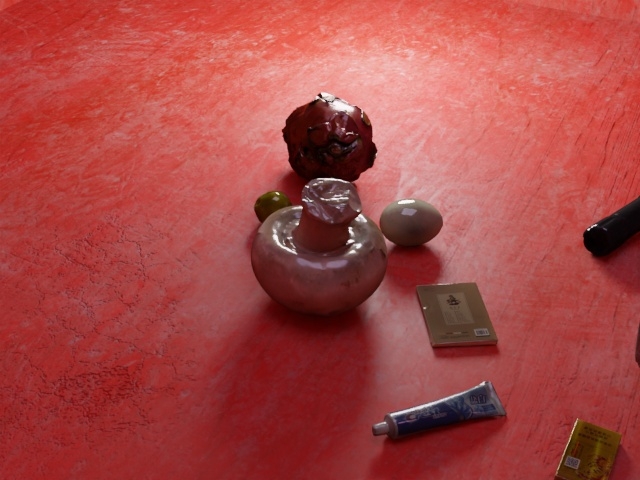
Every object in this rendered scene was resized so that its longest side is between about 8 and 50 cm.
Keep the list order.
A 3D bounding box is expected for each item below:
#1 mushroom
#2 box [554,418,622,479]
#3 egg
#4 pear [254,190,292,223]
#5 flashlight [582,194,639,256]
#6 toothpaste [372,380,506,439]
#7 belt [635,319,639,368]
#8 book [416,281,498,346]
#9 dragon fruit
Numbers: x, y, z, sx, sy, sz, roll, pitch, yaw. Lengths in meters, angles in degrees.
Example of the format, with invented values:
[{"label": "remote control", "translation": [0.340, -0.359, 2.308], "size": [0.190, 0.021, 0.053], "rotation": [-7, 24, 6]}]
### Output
[{"label": "mushroom", "translation": [0.000, 0.000, 1.980], "size": [0.297, 0.290, 0.297], "rotation": [2, 35, -1]}, {"label": "box", "translation": [0.479, 0.389, 1.673], "size": [0.089, 0.022, 0.156], "rotation": [15, 37, 21]}, {"label": "egg", "translation": [0.214, -0.042, 2.202], "size": [0.152, 0.114, 0.114], "rotation": [0, 35, -12]}, {"label": "pear", "translation": [-0.111, -0.077, 2.273], "size": [0.097, 0.092, 0.092], "rotation": [35, 24, -27]}, {"label": "flashlight", "translation": [0.789, -0.072, 2.285], "size": [0.424, 0.103, 0.103], "rotation": [-26, 43, -32]}, {"label": "toothpaste", "translation": [0.218, 0.324, 1.742], "size": [0.268, 0.047, 0.069], "rotation": [-10, 24, -21]}, {"label": "belt", "translation": [0.753, 0.195, 1.655], "size": [0.173, 0.300, 0.436], "rotation": [-16, 0, -26]}, {"label": "book", "translation": [0.289, 0.157, 2.004], "size": [0.138, 0.016, 0.198], "rotation": [-2, 35, -5]}, {"label": "dragon fruit", "translation": [0.021, -0.248, 2.388], "size": [0.250, 0.315, 0.250], "rotation": [7, 71, -20]}]
